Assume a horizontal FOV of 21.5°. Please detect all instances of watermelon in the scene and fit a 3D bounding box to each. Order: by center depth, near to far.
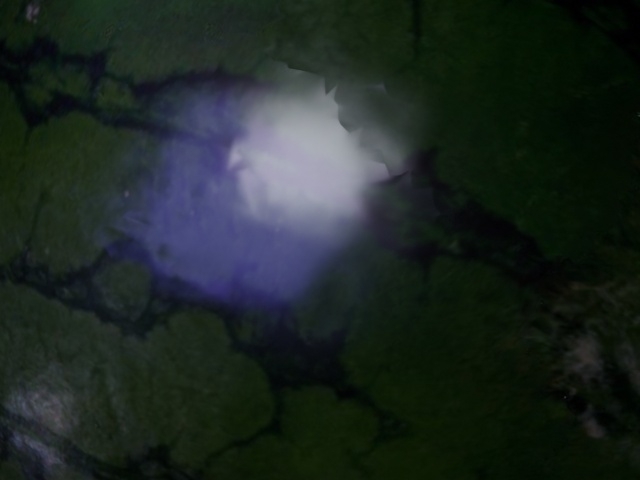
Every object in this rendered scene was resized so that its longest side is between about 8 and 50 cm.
[{"bbox_3d":[0.000,0.000,0.613,0.363,0.363,0.363,-2,85,26],"label":"watermelon"}]
